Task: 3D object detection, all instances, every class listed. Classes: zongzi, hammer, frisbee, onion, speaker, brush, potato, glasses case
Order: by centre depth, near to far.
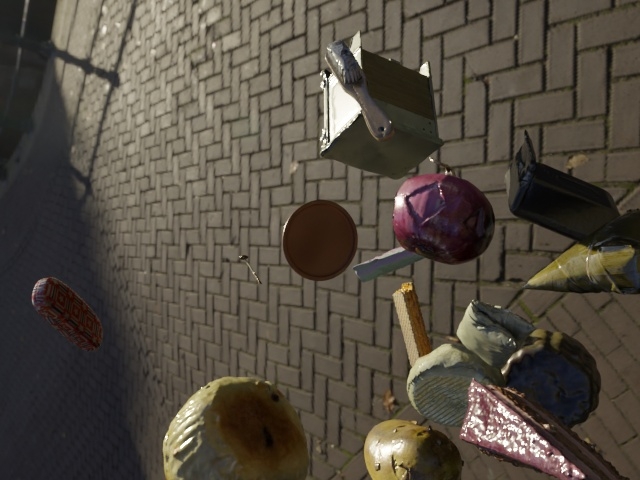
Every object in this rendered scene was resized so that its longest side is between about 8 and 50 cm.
[{"bbox_3d":[0.143,0.346,0.906,0.176,0.137,0.137,160,110,-74],"label":"potato"},{"bbox_3d":[-0.477,0.139,1.097,0.049,0.194,0.073,-14,50,5],"label":"glasses case"},{"bbox_3d":[0.253,-0.037,1.152,0.201,0.201,0.207,38,146,42],"label":"onion"},{"bbox_3d":[0.088,-0.364,1.372,0.070,0.065,0.327,-25,60,1],"label":"brush"},{"bbox_3d":[0.684,0.031,1.464,0.300,0.274,0.145,-16,107,45],"label":"zongzi"},{"bbox_3d":[-0.188,0.078,1.591,0.123,0.029,0.014,50,133,41],"label":"hammer"},{"bbox_3d":[0.697,-0.135,1.650,0.180,0.389,0.184,-81,15,-47],"label":"speaker"},{"bbox_3d":[0.000,0.000,1.788,0.021,0.251,0.250,-169,84,-66],"label":"frisbee"}]

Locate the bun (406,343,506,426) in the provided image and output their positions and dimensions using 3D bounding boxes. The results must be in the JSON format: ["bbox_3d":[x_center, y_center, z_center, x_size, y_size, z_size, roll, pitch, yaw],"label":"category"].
[{"bbox_3d":[0.380,0.396,1.627,0.287,0.287,0.146,-44,13,36],"label":"bun"}]

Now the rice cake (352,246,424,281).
[{"bbox_3d":[0.208,0.036,1.543,0.290,0.081,0.051,-27,43,33],"label":"rice cake"}]

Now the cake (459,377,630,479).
[{"bbox_3d":[0.301,0.292,0.807,0.112,0.116,0.295,-69,17,-1],"label":"cake"}]

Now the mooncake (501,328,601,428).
[{"bbox_3d":[0.658,0.409,1.693,0.291,0.161,0.290,5,103,20],"label":"mooncake"}]

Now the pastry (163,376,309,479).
[{"bbox_3d":[-0.220,0.552,1.505,0.312,0.389,0.388,-54,51,28],"label":"pastry"}]

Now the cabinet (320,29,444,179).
[{"bbox_3d":[0.169,-0.395,1.740,0.227,0.290,0.317,-39,45,52],"label":"cabinet"}]

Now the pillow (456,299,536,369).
[{"bbox_3d":[0.362,0.198,1.238,0.134,0.078,0.181,32,156,19],"label":"pillow"}]

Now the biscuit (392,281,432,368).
[{"bbox_3d":[0.309,0.323,1.859,0.094,0.054,0.378,157,99,-73],"label":"biscuit"}]
